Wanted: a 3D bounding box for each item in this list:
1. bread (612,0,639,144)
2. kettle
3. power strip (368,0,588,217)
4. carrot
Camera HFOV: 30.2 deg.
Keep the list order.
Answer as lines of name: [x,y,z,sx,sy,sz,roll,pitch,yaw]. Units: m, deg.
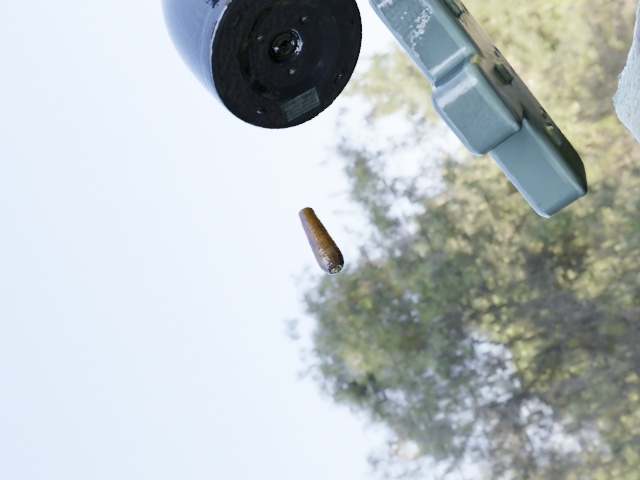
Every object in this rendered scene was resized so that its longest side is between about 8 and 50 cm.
bread: [0.515,-0.158,1.404,0.245,0.233,0.361,16,-154,-15]
kettle: [-0.100,-0.264,1.526,0.290,0.207,0.268,41,153,48]
power strip: [0.142,-0.133,1.049,0.265,0.059,0.193,50,-161,-9]
carrot: [0.000,0.000,1.398,0.032,0.032,0.093,42,-162,-56]
